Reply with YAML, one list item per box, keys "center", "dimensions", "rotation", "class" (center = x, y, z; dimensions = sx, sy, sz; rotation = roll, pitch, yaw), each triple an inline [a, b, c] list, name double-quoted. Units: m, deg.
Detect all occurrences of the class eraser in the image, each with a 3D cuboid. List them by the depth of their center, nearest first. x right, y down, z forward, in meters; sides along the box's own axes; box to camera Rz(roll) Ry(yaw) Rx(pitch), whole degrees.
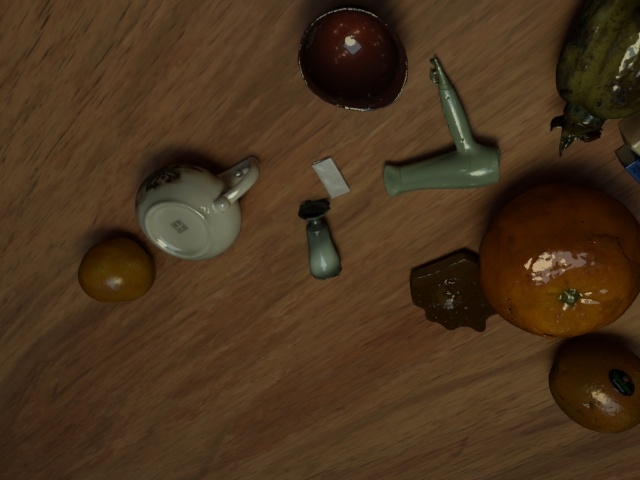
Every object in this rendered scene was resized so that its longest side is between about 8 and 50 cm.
- center: [0.545, -0.119, 0.971]
  dimensions: [0.085, 0.063, 0.027]
  rotation: [37, 123, -18]
  class: "eraser"

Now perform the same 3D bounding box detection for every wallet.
- center: [0.020, -0.119, 1.086]
  dimensions: [0.044, 0.011, 0.083]
  rotation: [-20, 121, 22]
  class: "wallet"

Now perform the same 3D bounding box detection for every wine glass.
- center: [0.000, 0.000, 1.141]
  dimensions: [0.072, 0.072, 0.155]
  rotation: [-4, 125, 12]
  class: "wine glass"

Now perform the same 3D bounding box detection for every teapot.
- center: [-0.240, -0.061, 1.095]
  dimensions: [0.298, 0.139, 0.204]
  rotation: [-19, 120, 24]
  class: "teapot"

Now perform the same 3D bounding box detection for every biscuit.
- center: [0.296, 0.119, 1.208]
  dimensions: [0.182, 0.034, 0.215]
  rotation: [-25, 121, 25]
  class: "biscuit"

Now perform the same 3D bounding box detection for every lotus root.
- center: [0.430, -0.255, 0.842]
  dimensions: [0.154, 0.154, 0.278]
  rotation: [12, 127, -1]
  class: "lotus root"

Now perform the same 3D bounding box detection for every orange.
- center: [0.418, 0.034, 1.005]
  dimensions: [0.284, 0.226, 0.283]
  rotation: [1, 125, 2]
  class: "orange"
- center: [0.591, 0.307, 1.207]
  dimensions: [0.206, 0.206, 0.206]
  rotation: [4, 127, 6]
  class: "orange"
- center: [-0.431, 0.062, 1.211]
  dimensions: [0.159, 0.159, 0.136]
  rotation: [-7, 88, 14]
  class: "orange"

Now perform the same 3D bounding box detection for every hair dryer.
- center: [0.195, -0.193, 0.984]
  dimensions: [0.206, 0.075, 0.237]
  rotation: [-5, 118, 20]
  class: "hair dryer"

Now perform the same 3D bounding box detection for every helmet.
- center: [0.056, -0.294, 0.890]
  dimensions: [0.175, 0.106, 0.155]
  rotation: [29, 127, -15]
  class: "helmet"

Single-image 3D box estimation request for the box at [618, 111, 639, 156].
- center: [0.622, -0.166, 0.908]
  dimensions: [0.212, 0.095, 0.168]
  rotation: [31, 128, -14]
  class: "box"
